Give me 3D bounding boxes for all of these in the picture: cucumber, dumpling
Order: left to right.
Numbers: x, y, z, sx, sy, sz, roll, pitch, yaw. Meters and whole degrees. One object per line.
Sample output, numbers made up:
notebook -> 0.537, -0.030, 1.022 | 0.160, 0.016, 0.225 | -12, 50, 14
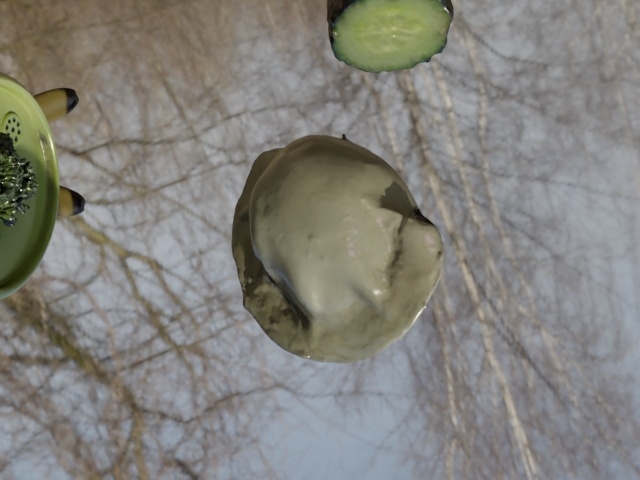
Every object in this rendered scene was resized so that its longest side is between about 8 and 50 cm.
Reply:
dumpling -> 0.001, 0.001, 0.743 | 0.150, 0.176, 0.092 | -49, 170, -10
cucumber -> 0.019, -0.225, 0.558 | 0.067, 0.293, 0.067 | -6, 155, -3

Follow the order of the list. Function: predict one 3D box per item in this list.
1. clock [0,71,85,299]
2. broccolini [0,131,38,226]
clock -> -0.224, -0.038, 0.672 | 0.069, 0.170, 0.232 | 2, -163, 17
broccolini -> -0.261, -0.007, 0.522 | 0.239, 0.054, 0.051 | -16, -177, -14
